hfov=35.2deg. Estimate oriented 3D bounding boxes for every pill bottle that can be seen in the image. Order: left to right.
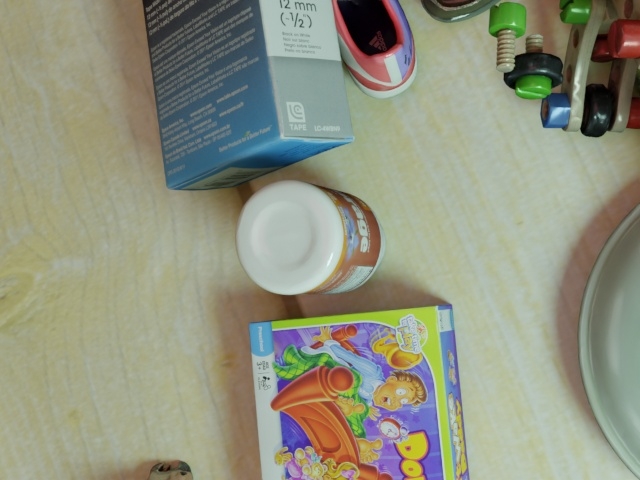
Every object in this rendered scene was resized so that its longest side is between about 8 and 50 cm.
[{"bbox_3d":[0.000,0.000,1.134,0.121,0.216,0.121,-1,88,20],"label":"pill bottle"}]

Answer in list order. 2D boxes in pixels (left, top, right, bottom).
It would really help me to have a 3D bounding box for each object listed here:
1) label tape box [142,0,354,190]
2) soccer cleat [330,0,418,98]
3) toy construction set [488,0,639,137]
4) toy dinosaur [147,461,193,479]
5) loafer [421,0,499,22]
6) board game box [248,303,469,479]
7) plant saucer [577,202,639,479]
[{"bbox_3d":[-0.100,-0.253,1.185,0.249,0.115,0.348,-16,79,51],"label":"label tape box"},{"bbox_3d":[0.024,-0.321,1.182,0.108,0.116,0.318,-25,80,0],"label":"soccer cleat"},{"bbox_3d":[0.344,-0.250,1.011,0.308,0.257,0.237,-1,77,20],"label":"toy construction set"},{"bbox_3d":[-0.254,0.434,1.267,0.200,0.127,0.296,2,94,14],"label":"toy dinosaur"},{"bbox_3d":[0.210,-0.349,1.138,0.251,0.087,0.094,-41,75,14],"label":"loafer"},{"bbox_3d":[0.050,0.257,1.177,0.233,0.078,0.347,-7,85,20],"label":"board game box"},{"bbox_3d":[0.457,0.101,1.000,0.400,0.100,0.401,-2,83,18],"label":"plant saucer"}]
